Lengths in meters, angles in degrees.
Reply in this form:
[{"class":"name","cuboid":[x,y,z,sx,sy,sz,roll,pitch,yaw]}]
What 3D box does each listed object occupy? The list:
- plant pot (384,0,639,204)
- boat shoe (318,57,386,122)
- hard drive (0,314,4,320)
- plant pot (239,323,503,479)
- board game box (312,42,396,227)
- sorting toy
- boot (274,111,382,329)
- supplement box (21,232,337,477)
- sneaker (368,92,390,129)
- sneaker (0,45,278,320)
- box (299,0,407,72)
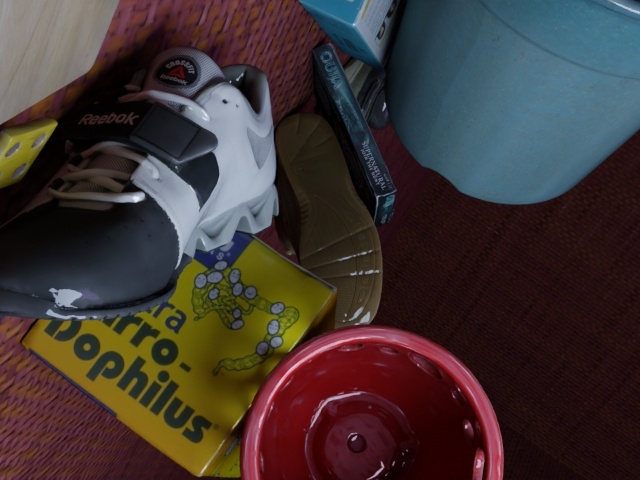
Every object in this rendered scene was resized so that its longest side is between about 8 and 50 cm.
[{"class":"plant pot","cuboid":[0.224,-0.223,0.831,0.341,0.341,0.334,-51,173,-31]},{"class":"boat shoe","cuboid":[0.084,-0.229,1.141,0.223,0.073,0.080,-53,171,-15]},{"class":"hard drive","cuboid":[-0.258,0.072,0.544,0.135,0.022,0.094,-52,171,-28]},{"class":"plant pot","cuboid":[0.035,0.170,0.697,0.191,0.191,0.174,-54,174,-11]},{"class":"board game box","cuboid":[0.037,-0.115,0.989,0.026,0.186,0.126,-21,167,-5]},{"class":"sorting toy","cuboid":[-0.147,-0.102,0.387,0.132,0.046,0.274,-48,179,-44]},{"class":"boot","cuboid":[0.000,0.000,1.066,0.095,0.262,0.203,-16,165,-10]},{"class":"supplement box","cuboid":[-0.117,0.109,0.889,0.195,0.194,0.356,-54,171,-13]},{"class":"sneaker","cuboid":[0.173,-0.271,1.301,0.286,0.130,0.109,-53,173,-11]},{"class":"sneaker","cuboid":[-0.120,-0.053,0.578,0.330,0.122,0.146,-46,145,-65]},{"class":"box","cuboid":[0.049,-0.248,0.888,0.100,0.060,0.244,-64,171,5]}]
